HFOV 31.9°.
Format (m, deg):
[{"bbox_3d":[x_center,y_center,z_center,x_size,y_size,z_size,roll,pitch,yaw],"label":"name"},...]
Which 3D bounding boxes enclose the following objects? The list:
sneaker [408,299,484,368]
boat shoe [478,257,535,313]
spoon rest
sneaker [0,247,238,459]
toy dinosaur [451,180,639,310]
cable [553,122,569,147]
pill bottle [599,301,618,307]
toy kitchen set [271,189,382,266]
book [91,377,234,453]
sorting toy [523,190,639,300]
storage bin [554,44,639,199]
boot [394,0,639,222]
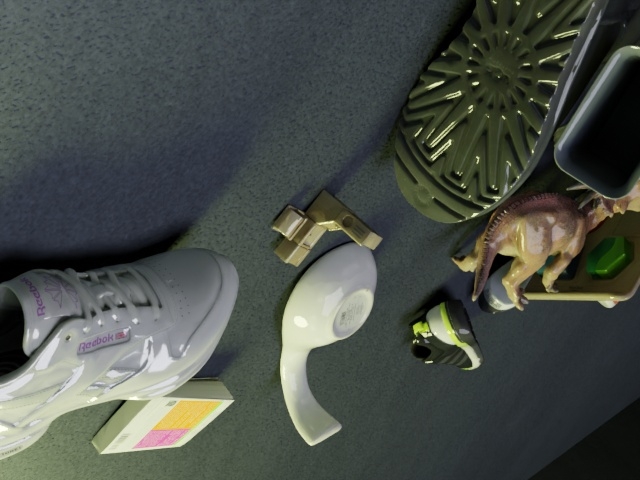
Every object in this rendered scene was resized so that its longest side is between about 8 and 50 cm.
[{"bbox_3d":[0.179,0.143,1.662,0.097,0.084,0.234,-20,155,7],"label":"sneaker"},{"bbox_3d":[0.331,0.045,1.713,0.228,0.080,0.076,-34,172,-26],"label":"boat shoe"},{"bbox_3d":[0.000,0.117,1.346,0.137,0.084,0.276,-23,135,-40],"label":"spoon rest"},{"bbox_3d":[-0.190,0.076,0.928,0.305,0.114,0.152,-28,152,-30],"label":"sneaker"},{"bbox_3d":[0.295,-0.028,1.485,0.296,0.127,0.200,-19,146,-34],"label":"toy dinosaur"},{"bbox_3d":[0.417,-0.145,1.364,0.287,0.072,0.139,-17,173,26],"label":"cable"},{"bbox_3d":[0.508,-0.007,1.830,0.221,0.124,0.124,-44,155,2],"label":"pill bottle"},{"bbox_3d":[0.000,0.000,1.138,0.083,0.075,0.068,-51,153,7],"label":"toy kitchen set"},{"bbox_3d":[-0.174,0.197,1.245,0.096,0.035,0.144,-47,155,15],"label":"book"},{"bbox_3d":[0.422,-0.005,1.545,0.229,0.041,0.307,-52,-158,-22],"label":"sorting toy"},{"bbox_3d":[0.304,-0.112,1.077,0.091,0.098,0.135,-18,140,-62],"label":"storage bin"},{"bbox_3d":[0.308,-0.209,1.215,0.445,0.146,0.367,-22,150,-47],"label":"boot"}]
